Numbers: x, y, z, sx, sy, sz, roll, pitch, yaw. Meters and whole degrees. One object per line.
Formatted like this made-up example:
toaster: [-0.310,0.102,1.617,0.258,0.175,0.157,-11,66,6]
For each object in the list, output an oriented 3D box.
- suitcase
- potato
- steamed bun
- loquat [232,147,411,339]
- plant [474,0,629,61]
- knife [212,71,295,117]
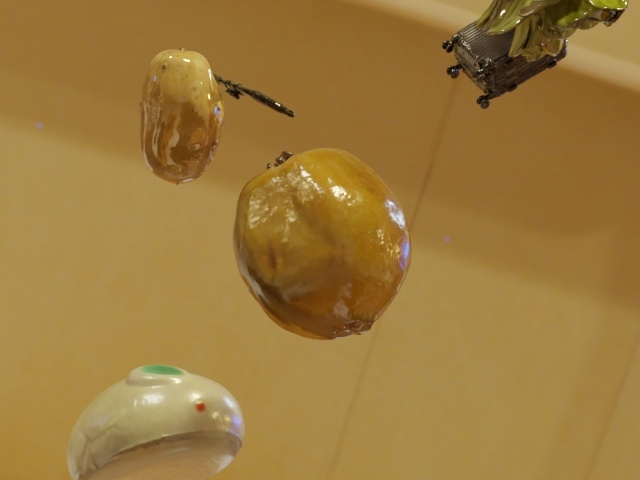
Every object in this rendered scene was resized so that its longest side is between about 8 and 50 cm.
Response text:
suitcase: [0.209,-0.215,1.409,0.086,0.126,0.059,53,-11,37]
potato: [-0.180,-0.160,1.638,0.109,0.178,0.118,7,16,2]
steamed bun: [-0.202,0.230,1.542,0.177,0.228,0.131,28,42,-50]
loquat: [0.000,0.000,1.358,0.234,0.187,0.176,61,0,30]
plant: [0.273,-0.340,1.232,0.261,0.297,0.306,0,29,12]
knife: [-0.108,-0.199,1.684,0.045,0.021,0.222,29,1,-38]
